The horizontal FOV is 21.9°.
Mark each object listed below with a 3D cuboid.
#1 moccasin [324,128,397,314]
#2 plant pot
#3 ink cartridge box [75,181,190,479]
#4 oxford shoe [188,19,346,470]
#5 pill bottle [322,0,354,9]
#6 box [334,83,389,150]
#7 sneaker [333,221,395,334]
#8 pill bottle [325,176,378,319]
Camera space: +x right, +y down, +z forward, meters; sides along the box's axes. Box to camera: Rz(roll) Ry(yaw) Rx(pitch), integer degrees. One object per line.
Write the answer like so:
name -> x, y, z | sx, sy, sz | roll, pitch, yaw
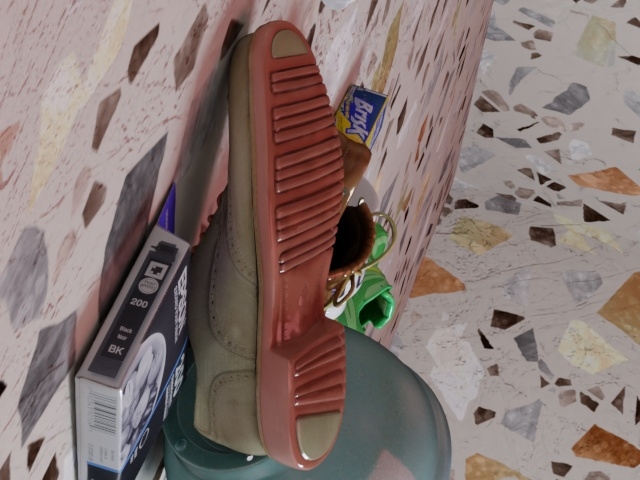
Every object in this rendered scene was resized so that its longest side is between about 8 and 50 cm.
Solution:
moccasin -> 0.001, -0.002, 1.799 | 0.380, 0.147, 0.139 | 98, 13, -55
plant pot -> -0.039, 0.193, 1.650 | 0.196, 0.293, 0.293 | 54, 51, -49
ink cartridge box -> -0.145, 0.092, 1.384 | 0.206, 0.045, 0.208 | 99, 11, -53
oxford shoe -> -0.069, 0.005, 1.463 | 0.140, 0.147, 0.396 | -14, 106, -60
pill bottle -> 0.027, -0.274, 1.718 | 0.083, 0.043, 0.043 | -63, 169, -45
box -> 0.035, -0.122, 2.105 | 0.059, 0.054, 0.169 | 101, 10, -47
sneaker -> 0.055, 0.081, 2.481 | 0.295, 0.124, 0.109 | -63, 168, -51
pill bottle -> 0.005, 0.011, 2.014 | 0.193, 0.108, 0.108 | 101, 11, -48
